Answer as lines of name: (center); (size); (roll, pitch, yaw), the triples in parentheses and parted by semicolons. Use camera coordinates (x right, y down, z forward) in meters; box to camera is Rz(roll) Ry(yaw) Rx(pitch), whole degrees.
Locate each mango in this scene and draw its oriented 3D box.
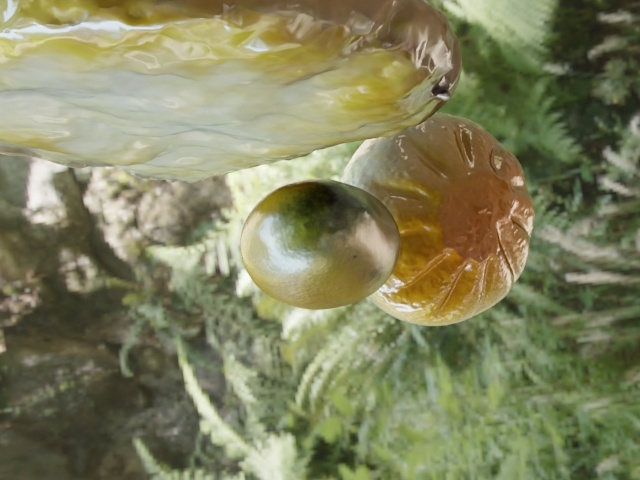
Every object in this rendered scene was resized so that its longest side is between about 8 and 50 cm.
mango: (-0.005, 0.002, 1.064); (0.221, 0.151, 0.120); (24, -131, -67)

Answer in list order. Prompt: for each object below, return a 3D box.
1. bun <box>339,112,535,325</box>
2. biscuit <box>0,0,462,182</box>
bun: (0.174, -0.034, 1.470); (0.165, 0.299, 0.299); (-4, 97, 65)
biscuit: (-0.114, -0.134, 0.853); (0.429, 0.446, 0.104); (7, -102, -43)
